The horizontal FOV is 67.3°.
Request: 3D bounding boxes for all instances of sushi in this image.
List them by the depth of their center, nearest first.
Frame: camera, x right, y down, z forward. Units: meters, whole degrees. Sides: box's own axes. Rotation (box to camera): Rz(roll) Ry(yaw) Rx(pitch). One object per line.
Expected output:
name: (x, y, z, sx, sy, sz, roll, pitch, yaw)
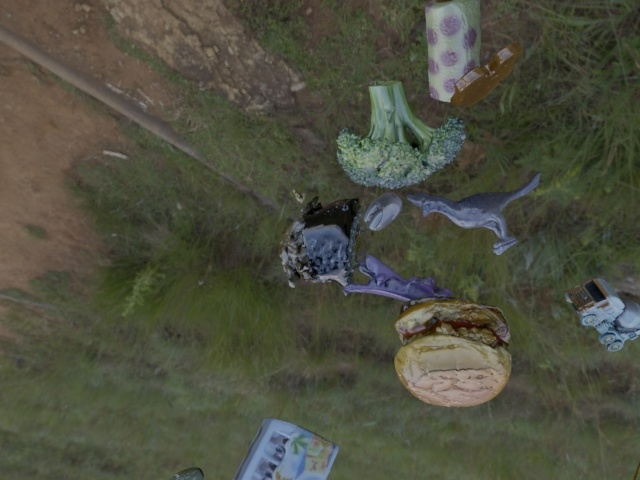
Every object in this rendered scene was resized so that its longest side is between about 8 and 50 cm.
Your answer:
sushi: (-0.006, 0.000, 1.211, 0.219, 0.224, 0.238, 5, -175, 20)

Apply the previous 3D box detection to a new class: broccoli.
broccoli: (0.212, -0.273, 1.352, 0.376, 0.249, 0.301, -3, 138, 25)

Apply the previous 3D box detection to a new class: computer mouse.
computer mouse: (0.133, -0.065, 1.039, 0.096, 0.066, 0.039, -40, 141, 14)

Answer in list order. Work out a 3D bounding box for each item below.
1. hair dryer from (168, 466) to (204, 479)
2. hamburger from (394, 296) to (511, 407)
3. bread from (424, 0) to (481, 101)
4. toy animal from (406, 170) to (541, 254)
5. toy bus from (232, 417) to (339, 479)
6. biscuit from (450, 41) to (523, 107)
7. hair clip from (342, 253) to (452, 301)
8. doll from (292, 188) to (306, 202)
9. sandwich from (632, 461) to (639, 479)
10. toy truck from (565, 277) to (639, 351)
hair dryer: (-0.378, 0.678, 1.195, 0.068, 0.199, 0.167, 13, -177, 39)
hamburger: (0.258, 0.222, 0.947, 0.245, 0.162, 0.244, 11, 148, 7)
bread: (0.457, -0.659, 1.631, 0.155, 0.187, 0.338, 27, 146, 40)
toy animal: (0.416, -0.065, 1.181, 0.368, 0.205, 0.081, -9, 149, -8)
toy bus: (-0.094, 0.435, 0.705, 0.136, 0.329, 0.109, 31, 154, -7)
biscuit: (0.415, -0.414, 1.237, 0.186, 0.044, 0.295, -30, 175, 7)
hair clip: (0.192, 0.104, 1.056, 0.279, 0.090, 0.137, 15, 162, -5)
doll: (-0.098, -0.195, 2.115, 0.051, 0.061, 0.093, -41, 162, 23)
sandwich: (0.655, 0.540, 0.934, 0.079, 0.163, 0.113, -5, 125, 49)
toy truck: (0.801, 0.199, 1.321, 0.140, 0.108, 0.257, -39, 120, 24)
